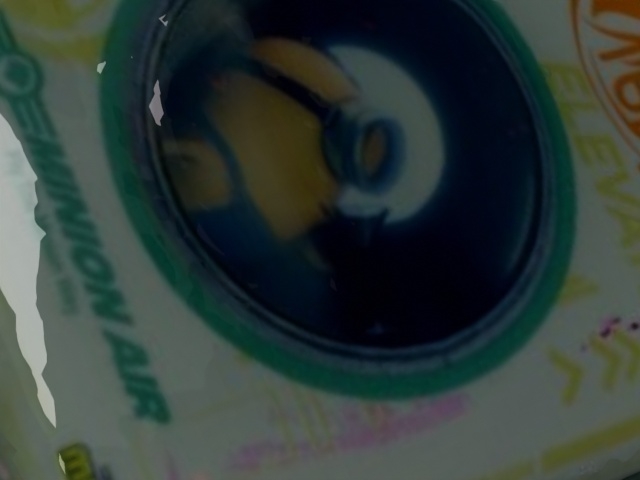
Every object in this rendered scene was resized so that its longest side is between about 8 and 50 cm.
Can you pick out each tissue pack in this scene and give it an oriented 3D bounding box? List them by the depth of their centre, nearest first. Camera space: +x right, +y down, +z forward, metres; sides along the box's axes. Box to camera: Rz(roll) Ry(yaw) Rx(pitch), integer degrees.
[{"bbox_3d":[0.000,0.000,0.784,0.388,0.162,0.287,-16,78,-34],"label":"tissue pack"}]
